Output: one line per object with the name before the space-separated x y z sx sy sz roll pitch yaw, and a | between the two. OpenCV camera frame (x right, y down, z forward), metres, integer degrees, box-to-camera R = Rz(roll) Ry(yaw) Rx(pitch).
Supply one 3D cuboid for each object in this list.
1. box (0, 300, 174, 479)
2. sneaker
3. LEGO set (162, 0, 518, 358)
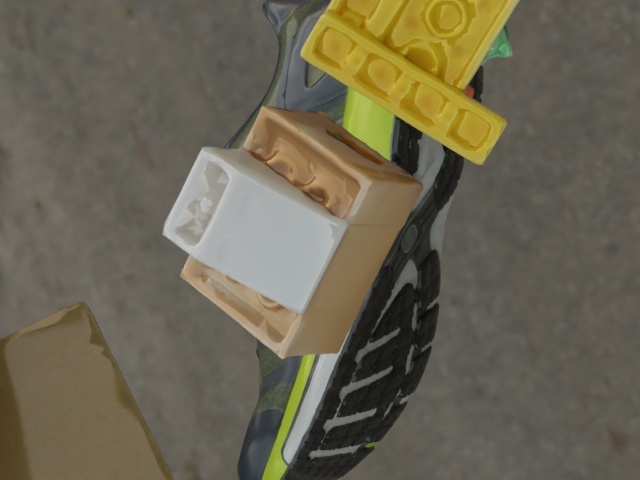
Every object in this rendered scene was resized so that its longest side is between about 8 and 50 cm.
box | -0.196 0.144 1.133 0.164 0.201 0.021 60 170 26
sneaker | 0.000 0.000 1.071 0.121 0.111 0.300 19 99 31
LEGO set | 0.027 -0.122 0.444 0.107 0.132 0.287 -53 -41 -73
